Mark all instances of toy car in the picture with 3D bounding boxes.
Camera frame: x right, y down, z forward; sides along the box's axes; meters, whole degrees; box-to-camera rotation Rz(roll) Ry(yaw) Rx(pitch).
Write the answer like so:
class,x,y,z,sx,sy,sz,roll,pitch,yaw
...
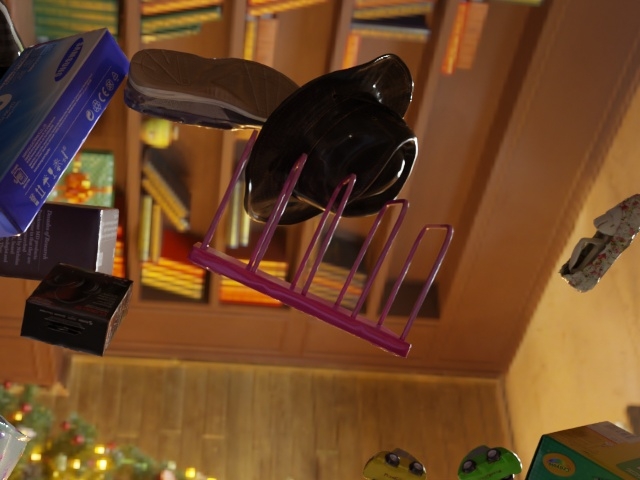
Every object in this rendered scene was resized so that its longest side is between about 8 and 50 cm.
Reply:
class,x,y,z,sx,sy,sz,roll,pitch,yaw
toy car,0.209,0.378,1.556,0.239,0.225,0.053,55,18,-25

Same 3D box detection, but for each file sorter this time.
class,x,y,z,sx,sy,sz,roll,pitch,yaw
file sorter,0.000,0.000,1.281,0.202,0.290,0.182,-172,-74,-84

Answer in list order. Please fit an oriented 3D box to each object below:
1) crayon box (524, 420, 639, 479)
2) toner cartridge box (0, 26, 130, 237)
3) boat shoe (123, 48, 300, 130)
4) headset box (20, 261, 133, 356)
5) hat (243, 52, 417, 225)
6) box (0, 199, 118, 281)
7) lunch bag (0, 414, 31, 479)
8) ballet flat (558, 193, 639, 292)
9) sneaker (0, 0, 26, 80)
class,x,y,z,sx,sy,sz,roll,pitch,yaw
crayon box,0.405,0.319,1.170,0.278,0.165,0.081,28,-73,41
toner cartridge box,-0.404,-0.147,1.346,0.075,0.165,0.348,60,36,-38
boat shoe,-0.155,-0.212,1.474,0.092,0.285,0.103,-48,-136,50
headset box,-0.179,0.051,0.728,0.083,0.062,0.032,-79,-176,-70
hat,0.048,-0.108,1.448,0.134,0.331,0.331,45,-32,25
box,-0.556,-0.012,1.701,0.191,0.381,0.143,-146,-116,-86
lunch bag,-0.594,0.367,1.582,0.223,0.160,0.262,-58,-178,-16
ballet flat,0.546,0.001,1.904,0.241,0.077,0.091,-61,-163,25
sneaker,-0.582,-0.350,1.733,0.235,0.084,0.097,64,31,-53
